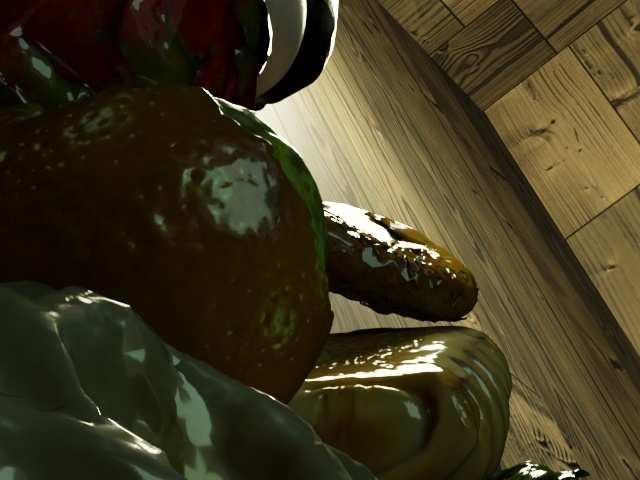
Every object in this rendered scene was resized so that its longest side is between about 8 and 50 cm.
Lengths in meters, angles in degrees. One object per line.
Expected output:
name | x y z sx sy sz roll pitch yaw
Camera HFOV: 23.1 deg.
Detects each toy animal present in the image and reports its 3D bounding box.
toy animal | -0.086 -0.230 1.553 0.187 0.165 0.235 53 15 9

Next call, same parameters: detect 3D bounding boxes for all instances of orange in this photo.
orange | -0.115 0.031 0.699 0.158 0.237 0.179 -57 135 -40

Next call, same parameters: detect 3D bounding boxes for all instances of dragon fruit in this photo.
dragon fruit | -0.171 -0.123 0.861 0.231 0.237 0.303 3 -11 45

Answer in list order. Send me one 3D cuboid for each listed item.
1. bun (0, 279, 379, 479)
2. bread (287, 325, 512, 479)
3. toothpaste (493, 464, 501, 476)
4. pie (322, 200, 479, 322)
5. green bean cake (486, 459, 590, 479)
bun | -0.072 0.156 0.472 0.365 0.219 0.365 48 18 -20
bread | 0.045 0.126 1.075 0.311 0.173 0.121 -17 103 -76
toothpaste | 0.118 0.222 1.170 0.031 0.049 0.204 17 -28 10
pie | 0.000 0.001 1.221 0.273 0.069 0.273 18 3 -1
green bean cake | 0.156 0.290 0.836 0.319 0.218 0.335 41 -8 12
